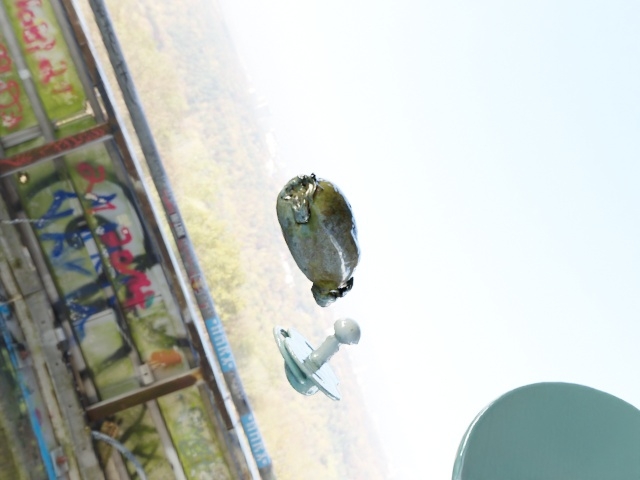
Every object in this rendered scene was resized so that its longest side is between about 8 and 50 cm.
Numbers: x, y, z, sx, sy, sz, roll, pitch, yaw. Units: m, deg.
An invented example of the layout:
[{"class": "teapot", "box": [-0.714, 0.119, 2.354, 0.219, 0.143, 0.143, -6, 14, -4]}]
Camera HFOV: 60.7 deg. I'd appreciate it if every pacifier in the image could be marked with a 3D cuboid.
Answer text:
[{"class": "pacifier", "box": [0.001, 0.142, 0.729, 0.127, 0.116, 0.150, 46, 3, 5]}]

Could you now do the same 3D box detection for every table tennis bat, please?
[{"class": "table tennis bat", "box": [0.131, 0.179, 0.273, 0.038, 0.149, 0.237, 98, 13, -50]}]

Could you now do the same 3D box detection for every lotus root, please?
[{"class": "lotus root", "box": [0.002, -0.002, 0.589, 0.088, 0.088, 0.165, -109, -179, -60]}]
